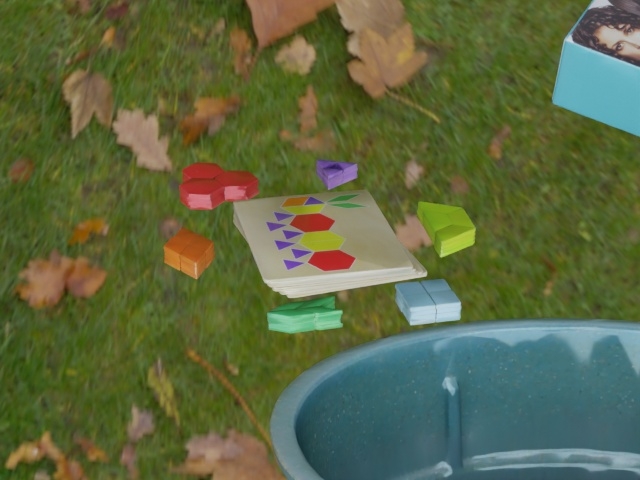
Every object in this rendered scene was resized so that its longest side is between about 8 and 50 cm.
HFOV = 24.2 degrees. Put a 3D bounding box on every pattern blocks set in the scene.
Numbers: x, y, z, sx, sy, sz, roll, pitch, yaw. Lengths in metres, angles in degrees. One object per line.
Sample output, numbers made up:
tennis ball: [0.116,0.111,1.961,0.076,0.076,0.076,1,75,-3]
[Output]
pattern blocks set: [0.000,0.000,1.374,0.286,0.325,0.026,-2,116,-4]

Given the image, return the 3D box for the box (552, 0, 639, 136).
box: [0.289,-0.099,0.999,0.244,0.100,0.060,23,141,18]

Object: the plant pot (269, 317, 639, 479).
plant pot: [0.144,0.249,0.786,0.341,0.341,0.334,-1,104,-4]
